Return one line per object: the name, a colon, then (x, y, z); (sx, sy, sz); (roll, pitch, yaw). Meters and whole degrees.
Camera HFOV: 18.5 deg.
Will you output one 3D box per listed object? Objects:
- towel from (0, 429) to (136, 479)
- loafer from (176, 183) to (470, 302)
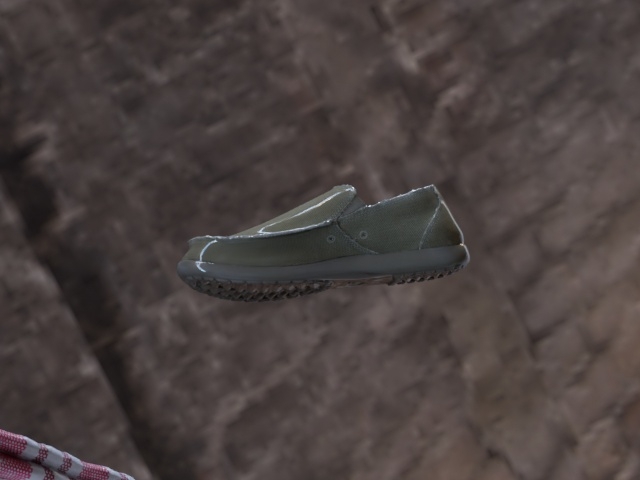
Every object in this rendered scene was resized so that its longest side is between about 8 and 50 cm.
towel: (-0.165, 0.103, 0.779); (0.144, 0.029, 0.197); (-13, -25, 27)
loafer: (0.000, 0.000, 0.980); (0.148, 0.050, 0.056); (-4, -12, -14)
